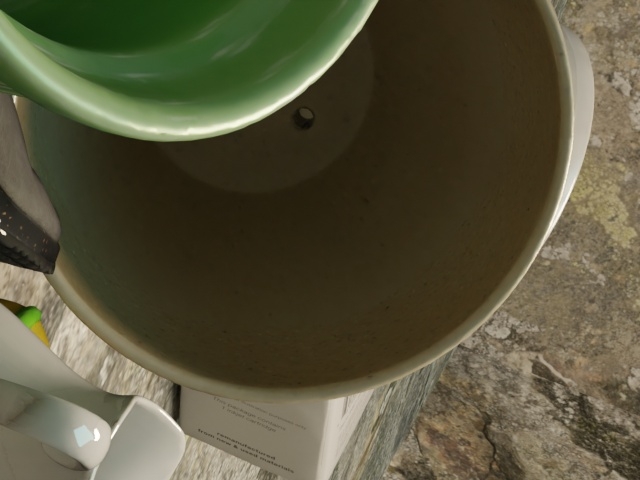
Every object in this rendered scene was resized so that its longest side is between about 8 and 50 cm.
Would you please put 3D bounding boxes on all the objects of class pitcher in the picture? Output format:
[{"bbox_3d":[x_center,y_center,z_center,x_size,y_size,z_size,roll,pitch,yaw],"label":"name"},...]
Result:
[{"bbox_3d":[-0.183,0.076,0.879,0.178,0.207,0.125,81,32,-68],"label":"pitcher"}]

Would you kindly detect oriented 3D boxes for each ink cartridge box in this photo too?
[{"bbox_3d":[0.000,0.000,1.707,0.395,0.166,0.285,98,18,-51],"label":"ink cartridge box"}]

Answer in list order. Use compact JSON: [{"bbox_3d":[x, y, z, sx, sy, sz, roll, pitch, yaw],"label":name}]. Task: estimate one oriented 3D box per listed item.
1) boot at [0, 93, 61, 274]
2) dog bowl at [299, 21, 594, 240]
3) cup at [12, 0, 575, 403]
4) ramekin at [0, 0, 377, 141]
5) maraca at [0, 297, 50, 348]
[{"bbox_3d":[-0.165,-0.118,0.873,0.338,0.118,0.222,80,28,-77],"label":"boot"},{"bbox_3d":[0.077,-0.067,1.348,0.265,0.104,0.265,-44,-148,36],"label":"dog bowl"},{"bbox_3d":[-0.030,-0.090,1.147,0.237,0.331,0.331,-118,-134,-74],"label":"cup"},{"bbox_3d":[-0.098,-0.194,0.677,0.303,0.148,0.303,-14,108,-51],"label":"ramekin"},{"bbox_3d":[-0.226,0.107,1.036,0.185,0.099,0.127,-47,179,0],"label":"maraca"}]
